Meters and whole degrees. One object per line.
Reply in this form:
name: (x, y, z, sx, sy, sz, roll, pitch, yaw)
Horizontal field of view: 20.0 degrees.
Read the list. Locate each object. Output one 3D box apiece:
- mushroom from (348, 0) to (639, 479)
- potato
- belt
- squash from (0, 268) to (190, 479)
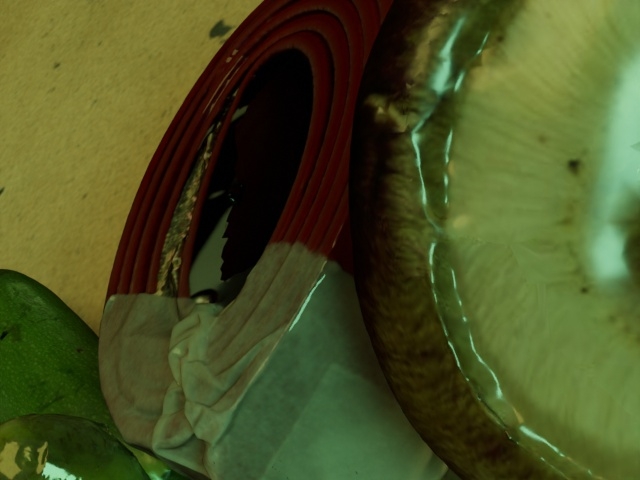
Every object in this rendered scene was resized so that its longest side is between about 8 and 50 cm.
mushroom: (0.148, -0.020, 0.685, 0.278, 0.163, 0.297, 8, 95, 28)
potato: (-0.112, 0.158, 0.851, 0.105, 0.188, 0.085, -13, 32, -3)
belt: (0.000, 0.000, 0.875, 0.227, 0.115, 0.323, -42, 28, 32)
squash: (-0.152, 0.084, 1.023, 0.082, 0.082, 0.292, -51, 37, -3)
